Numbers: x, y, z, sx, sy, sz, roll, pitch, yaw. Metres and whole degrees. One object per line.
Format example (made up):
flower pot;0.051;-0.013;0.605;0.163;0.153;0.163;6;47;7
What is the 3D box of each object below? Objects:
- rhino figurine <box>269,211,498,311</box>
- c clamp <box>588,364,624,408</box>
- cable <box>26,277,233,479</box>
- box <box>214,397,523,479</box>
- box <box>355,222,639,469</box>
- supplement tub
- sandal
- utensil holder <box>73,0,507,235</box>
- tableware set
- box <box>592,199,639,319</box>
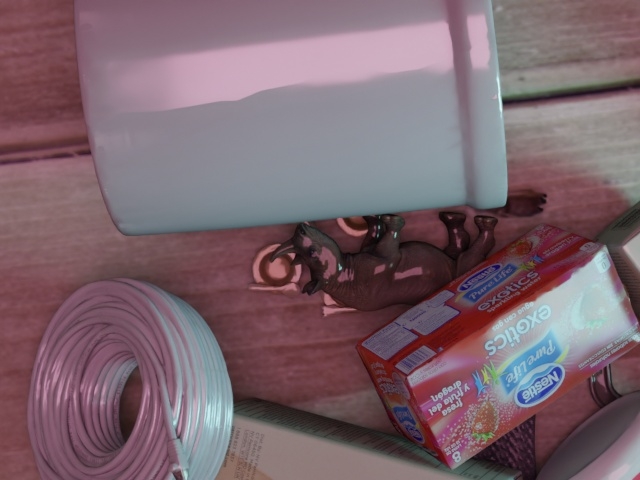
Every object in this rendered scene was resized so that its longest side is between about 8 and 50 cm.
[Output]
rhino figurine;0.066;0.023;1.787;0.243;0.073;0.106;1;96;-11
c clamp;0.356;0.111;1.829;0.137;0.022;0.161;0;93;1
cable;-0.200;0.168;1.742;0.257;0.089;0.257;-11;75;42
box;0.040;0.264;1.744;0.311;0.148;0.121;14;94;17
box;0.185;0.104;1.726;0.256;0.128;0.123;-32;113;-15
supplement tub;0.370;0.309;1.755;0.191;0.191;0.272;-42;94;3
sandal;0.191;0.230;1.830;0.097;0.054;0.255;13;84;-7
utensil holder;-0.024;-0.174;1.672;0.385;0.327;0.328;-7;94;4
tableware set;0.000;0.000;1.827;0.141;0.020;0.169;9;94;0
box;0.409;0.085;1.768;0.094;0.113;0.275;-40;98;-9
